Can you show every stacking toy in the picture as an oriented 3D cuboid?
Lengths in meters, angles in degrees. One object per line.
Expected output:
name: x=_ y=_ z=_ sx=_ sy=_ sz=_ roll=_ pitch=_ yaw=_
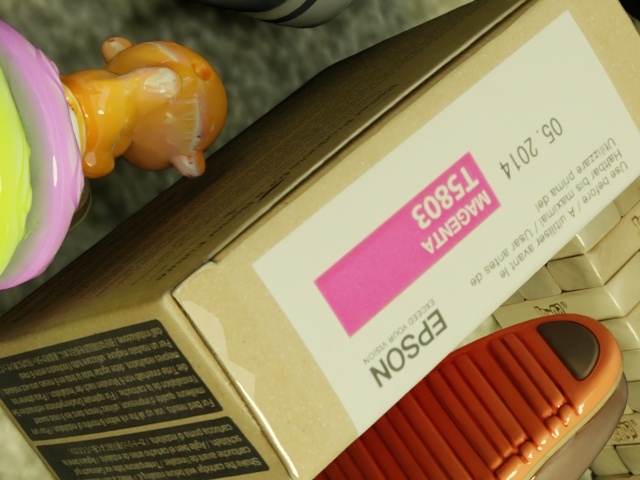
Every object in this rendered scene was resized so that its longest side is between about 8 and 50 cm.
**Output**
stacking toy: x=-0.148 y=-0.031 z=0.691 sx=0.302 sy=0.166 sz=0.175 roll=-17 pitch=68 yaw=-46

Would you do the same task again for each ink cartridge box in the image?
ink cartridge box: x=0.000 y=0.000 z=0.774 sx=0.235 sy=0.193 sz=0.088 roll=-39 pitch=103 yaw=-29

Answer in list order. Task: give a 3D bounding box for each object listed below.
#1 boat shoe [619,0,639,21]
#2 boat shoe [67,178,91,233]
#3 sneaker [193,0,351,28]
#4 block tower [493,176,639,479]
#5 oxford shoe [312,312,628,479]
boat shoe: x=0.219 y=-0.113 z=0.903 sx=0.500 sy=0.187 sz=0.156 roll=40 pitch=72 yaw=-1
boat shoe: x=-0.143 y=-0.063 z=0.781 sx=0.056 sy=0.048 sz=0.153 roll=-44 pitch=105 yaw=-29
sneaker: x=-0.035 y=-0.259 z=0.832 sx=0.127 sy=0.126 sz=0.321 roll=9 pitch=79 yaw=-36
block tower: x=0.192 y=0.098 z=0.937 sx=0.091 sy=0.097 sz=0.335 roll=-41 pitch=103 yaw=-30
oxford shoe: x=0.034 y=0.142 z=0.789 sx=0.098 sy=0.097 sz=0.271 roll=39 pitch=102 yaw=-28
